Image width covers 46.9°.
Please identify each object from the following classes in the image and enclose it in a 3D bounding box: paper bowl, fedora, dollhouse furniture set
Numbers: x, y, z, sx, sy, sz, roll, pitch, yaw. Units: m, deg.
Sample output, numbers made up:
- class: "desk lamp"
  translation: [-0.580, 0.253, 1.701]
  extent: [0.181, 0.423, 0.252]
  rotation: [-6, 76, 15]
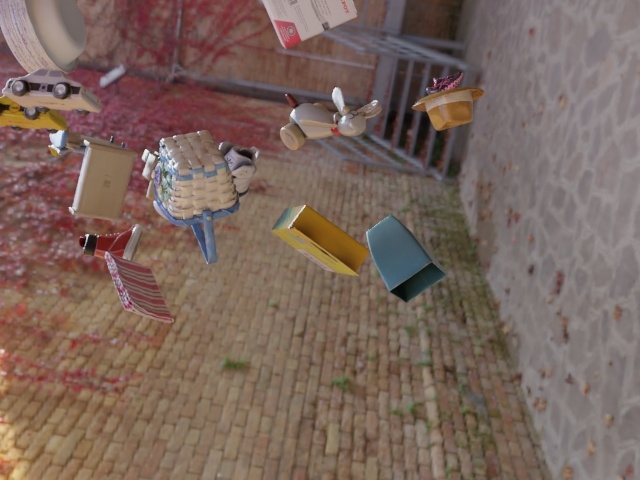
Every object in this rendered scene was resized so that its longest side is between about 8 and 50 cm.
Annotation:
- class: "paper bowl"
  translation: [-0.763, -0.606, 2.068]
  extent: [0.284, 0.148, 0.284]
  rotation: [-13, -90, -83]
- class: "fedora"
  translation: [0.321, -0.319, 1.816]
  extent: [0.194, 0.195, 0.079]
  rotation: [95, 164, -87]
- class: "dollhouse furniture set"
  translation: [-0.619, -0.192, 2.120]
  extent: [0.303, 0.287, 0.198]
  rotation: [30, 106, 51]

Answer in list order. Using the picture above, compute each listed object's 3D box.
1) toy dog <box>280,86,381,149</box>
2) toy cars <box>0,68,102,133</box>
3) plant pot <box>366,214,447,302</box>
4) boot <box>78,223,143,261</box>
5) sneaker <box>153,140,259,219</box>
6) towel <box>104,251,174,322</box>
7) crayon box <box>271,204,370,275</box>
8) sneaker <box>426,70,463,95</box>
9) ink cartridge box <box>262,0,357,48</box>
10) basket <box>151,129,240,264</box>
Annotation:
- class: "toy dog"
  translation: [-0.001, -0.387, 2.231]
  extent: [0.161, 0.334, 0.220]
  rotation: [58, -137, -24]
- class: "toy cars"
  translation: [-0.608, -0.310, 1.600]
  extent: [0.394, 0.177, 0.087]
  rotation: [-6, 73, 52]
- class: "plant pot"
  translation: [0.260, 0.045, 2.370]
  extent: [0.165, 0.166, 0.234]
  rotation: [33, -156, -59]
- class: "boot"
  translation: [-0.671, -0.005, 2.363]
  extent: [0.244, 0.176, 0.088]
  rotation: [-93, 19, -68]
- class: "sneaker"
  translation: [-0.342, -0.190, 2.281]
  extent: [0.366, 0.137, 0.210]
  rotation: [-22, -27, -45]
- class: "towel"
  translation: [-0.439, 0.112, 1.795]
  extent: [0.029, 0.144, 0.197]
  rotation: [-44, 52, 14]
- class: "crayon box"
  translation: [0.000, 0.000, 1.868]
  extent: [0.081, 0.202, 0.318]
  rotation: [-55, 12, -7]
- class: "sneaker"
  translation: [0.344, -0.438, 2.051]
  extent: [0.119, 0.057, 0.047]
  rotation: [-41, -10, -7]
- class: "ink cartridge box"
  translation: [-0.035, -0.697, 2.175]
  extent: [0.100, 0.237, 0.171]
  rotation: [-114, 0, -69]
- class: "basket"
  translation: [-0.317, -0.115, 1.878]
  extent: [0.254, 0.201, 0.288]
  rotation: [-126, 24, -49]
